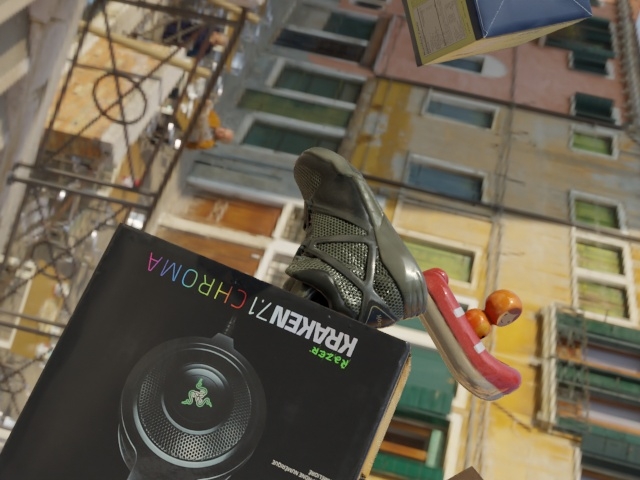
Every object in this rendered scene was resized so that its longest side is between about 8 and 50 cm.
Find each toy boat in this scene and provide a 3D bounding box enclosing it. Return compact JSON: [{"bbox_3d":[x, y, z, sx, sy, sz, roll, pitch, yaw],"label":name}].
[{"bbox_3d":[0.248,0.132,1.270,0.231,0.151,0.151,60,5,8],"label":"toy boat"}]

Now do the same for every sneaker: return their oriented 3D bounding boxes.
[{"bbox_3d":[0.000,0.000,0.813,0.087,0.130,0.227,94,-28,-55],"label":"sneaker"}]

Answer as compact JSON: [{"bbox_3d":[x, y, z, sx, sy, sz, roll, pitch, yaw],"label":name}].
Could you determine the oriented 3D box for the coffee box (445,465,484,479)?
[{"bbox_3d":[0.083,0.283,0.530,0.098,0.141,0.246,-22,143,-24],"label":"coffee box"}]

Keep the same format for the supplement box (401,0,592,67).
[{"bbox_3d":[0.109,-0.152,0.515,0.083,0.083,0.056,179,-103,-69],"label":"supplement box"}]

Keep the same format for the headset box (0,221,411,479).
[{"bbox_3d":[-0.095,0.169,0.616,0.131,0.246,0.283,68,46,-72],"label":"headset box"}]
